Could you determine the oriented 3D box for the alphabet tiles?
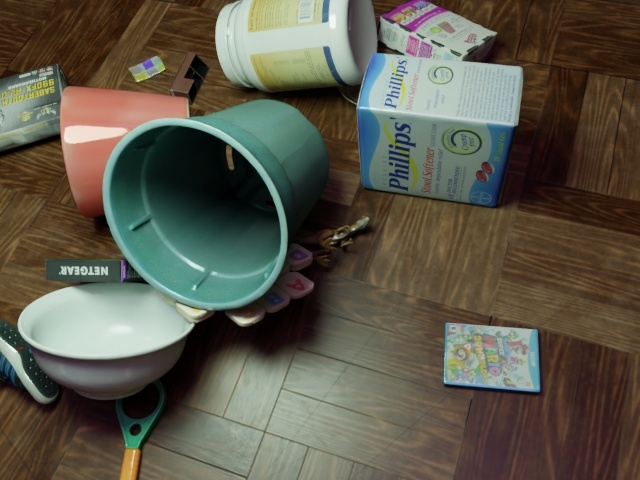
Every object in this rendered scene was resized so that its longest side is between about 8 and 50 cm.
[{"bbox_3d":[-0.161,0.060,1.256,0.284,0.021,0.278,-26,40,-33],"label":"alphabet tiles"}]

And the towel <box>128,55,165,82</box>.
[{"bbox_3d":[-0.437,-0.433,1.655,0.083,0.009,0.060,-26,60,-8],"label":"towel"}]

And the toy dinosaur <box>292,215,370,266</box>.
[{"bbox_3d":[0.000,0.000,1.335,0.212,0.064,0.112,-8,28,6],"label":"toy dinosaur"}]

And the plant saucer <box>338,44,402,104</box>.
[{"bbox_3d":[0.136,-0.376,1.542,0.199,0.036,0.198,-3,59,5],"label":"plant saucer"}]

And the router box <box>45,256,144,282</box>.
[{"bbox_3d":[-0.416,0.056,1.274,0.179,0.133,0.046,-1,90,21],"label":"router box"}]

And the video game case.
[{"bbox_3d":[0.310,0.212,1.190,0.167,0.015,0.119,4,60,8],"label":"video game case"}]

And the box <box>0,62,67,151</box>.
[{"bbox_3d":[-0.716,-0.310,1.555,0.231,0.056,0.183,-17,59,-3],"label":"box"}]

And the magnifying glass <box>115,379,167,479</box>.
[{"bbox_3d":[-0.332,0.350,1.177,0.092,0.026,0.230,-2,60,5],"label":"magnifying glass"}]

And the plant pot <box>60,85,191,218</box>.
[{"bbox_3d":[-0.389,-0.194,1.383,0.243,0.275,0.274,-6,59,-9],"label":"plant pot"}]

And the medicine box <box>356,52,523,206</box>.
[{"bbox_3d":[0.231,-0.214,1.303,0.290,0.263,0.149,8,61,11],"label":"medicine box"}]

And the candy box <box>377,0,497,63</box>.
[{"bbox_3d":[0.272,-0.479,1.545,0.233,0.071,0.159,35,52,24],"label":"candy box"}]

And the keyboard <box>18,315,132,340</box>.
[{"bbox_3d":[-0.501,0.190,1.295,0.256,0.014,0.072,-13,59,-1],"label":"keyboard"}]

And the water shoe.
[{"bbox_3d":[-0.576,0.243,1.248,0.203,0.073,0.080,46,107,15],"label":"water shoe"}]

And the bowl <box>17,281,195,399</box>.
[{"bbox_3d":[-0.374,0.190,1.172,0.298,0.134,0.298,5,18,-2],"label":"bowl"}]

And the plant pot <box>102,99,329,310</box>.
[{"bbox_3d":[-0.153,-0.099,1.210,0.341,0.341,0.334,16,29,15],"label":"plant pot"}]

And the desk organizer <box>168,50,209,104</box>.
[{"bbox_3d":[-0.319,-0.396,1.599,0.050,0.047,0.130,12,62,10],"label":"desk organizer"}]

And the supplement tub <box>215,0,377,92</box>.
[{"bbox_3d":[-0.052,-0.454,1.476,0.317,0.228,0.228,2,59,24],"label":"supplement tub"}]
